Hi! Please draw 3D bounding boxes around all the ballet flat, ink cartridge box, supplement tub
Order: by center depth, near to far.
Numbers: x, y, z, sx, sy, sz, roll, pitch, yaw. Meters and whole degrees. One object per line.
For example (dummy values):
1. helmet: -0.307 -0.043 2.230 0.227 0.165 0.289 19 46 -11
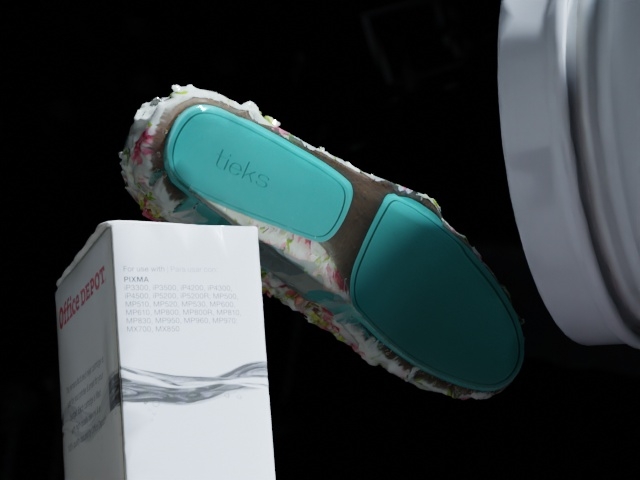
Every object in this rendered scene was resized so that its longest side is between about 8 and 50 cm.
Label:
1. ink cartridge box: -0.055 0.070 0.687 0.099 0.056 0.135 140 -52 -66
2. supplement tub: 0.266 -0.066 0.846 0.331 0.241 0.241 -6 -77 24
3. ballet flat: 0.000 0.000 0.976 0.241 0.091 0.077 36 -18 -22
